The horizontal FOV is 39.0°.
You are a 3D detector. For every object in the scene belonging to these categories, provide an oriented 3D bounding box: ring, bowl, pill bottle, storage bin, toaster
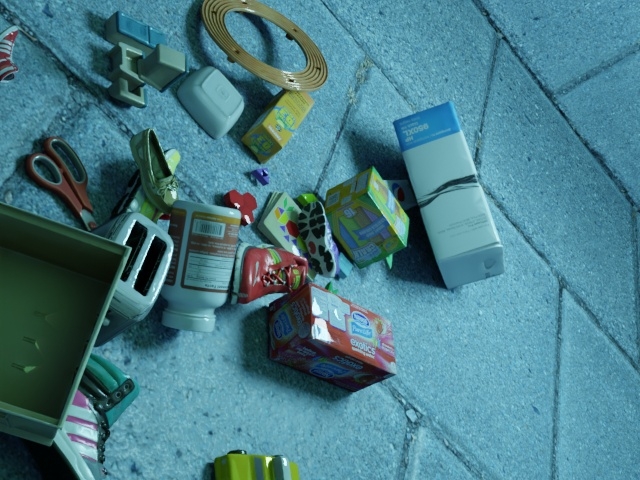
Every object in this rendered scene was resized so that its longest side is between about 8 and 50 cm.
[{"bbox_3d":[-0.131,-0.456,2.099,0.336,0.032,0.337,25,35,-20],"label":"ring"},{"bbox_3d":[-0.224,-0.302,1.916,0.142,0.053,0.142,48,35,-15],"label":"bowl"},{"bbox_3d":[-0.212,0.044,1.558,0.121,0.121,0.216,9,91,-49],"label":"pill bottle"},{"bbox_3d":[-0.423,0.099,1.191,0.260,0.123,0.262,20,60,-10],"label":"storage bin"},{"bbox_3d":[-0.326,0.052,1.431,0.129,0.146,0.227,42,43,-27],"label":"toaster"}]

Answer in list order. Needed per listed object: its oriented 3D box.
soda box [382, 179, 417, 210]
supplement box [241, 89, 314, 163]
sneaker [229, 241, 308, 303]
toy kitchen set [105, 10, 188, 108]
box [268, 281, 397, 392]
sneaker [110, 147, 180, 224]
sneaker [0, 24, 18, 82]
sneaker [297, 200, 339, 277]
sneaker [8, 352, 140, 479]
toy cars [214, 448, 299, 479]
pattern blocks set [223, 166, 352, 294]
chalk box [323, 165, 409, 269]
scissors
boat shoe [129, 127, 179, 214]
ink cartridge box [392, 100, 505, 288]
[{"bbox_3d":[0.149,-0.104,2.238,0.216,0.069,0.074,-7,73,-53],"label":"soda box"},{"bbox_3d":[-0.093,-0.270,2.040,0.078,0.080,0.233,47,38,-16],"label":"supplement box"},{"bbox_3d":[-0.089,0.058,1.675,0.279,0.118,0.107,-33,132,-72],"label":"sneaker"},{"bbox_3d":[-0.315,-0.365,1.742,0.122,0.166,0.207,20,51,-44],"label":"toy kitchen set"},{"bbox_3d":[0.025,0.199,1.810,0.257,0.122,0.128,28,46,-39],"label":"box"},{"bbox_3d":[-0.300,-0.081,1.640,0.094,0.081,0.208,43,49,-24],"label":"sneaker"},{"bbox_3d":[-0.533,-0.313,1.533,0.067,0.042,0.118,42,46,-18],"label":"sneaker"},{"bbox_3d":[0.000,0.000,1.946,0.071,0.068,0.170,9,67,-67],"label":"sneaker"},{"bbox_3d":[-0.327,0.281,1.308,0.178,0.123,0.296,-26,86,-46],"label":"sneaker"},{"bbox_3d":[-0.026,0.491,1.565,0.394,0.087,0.176,52,35,-12],"label":"toy cars"},{"bbox_3d":[-0.058,-0.012,1.941,0.325,0.026,0.285,55,35,-8],"label":"pattern blocks set"},{"bbox_3d":[0.118,-0.033,2.064,0.213,0.132,0.132,52,24,-23],"label":"chalk box"},{"bbox_3d":[-0.392,-0.043,1.539,0.297,0.021,0.109,55,35,-8],"label":"scissors"},{"bbox_3d":[-0.283,-0.120,1.576,0.056,0.048,0.153,-21,92,-47],"label":"boat shoe"},{"bbox_3d":[0.331,-0.107,2.301,0.285,0.166,0.395,51,22,-68],"label":"ink cartridge box"}]
